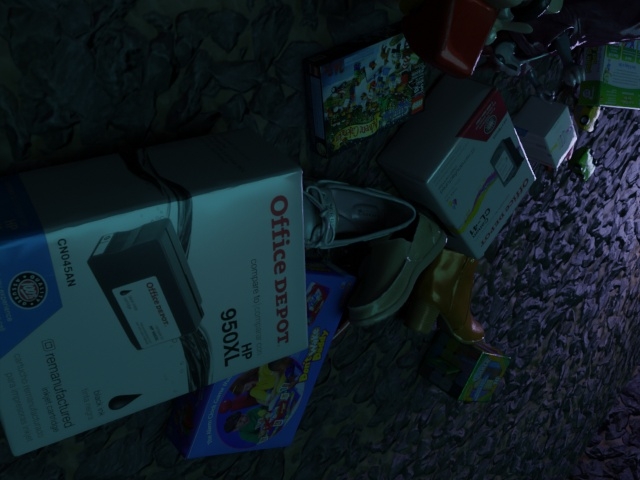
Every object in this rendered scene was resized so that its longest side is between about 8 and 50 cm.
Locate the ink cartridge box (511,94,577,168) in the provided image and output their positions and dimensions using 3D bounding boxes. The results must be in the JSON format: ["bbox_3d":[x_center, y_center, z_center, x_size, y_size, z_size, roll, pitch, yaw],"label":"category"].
[{"bbox_3d":[0.495,-0.234,1.537,0.090,0.092,0.143,-54,141,-7],"label":"ink cartridge box"}]

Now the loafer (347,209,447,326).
[{"bbox_3d":[0.124,0.045,1.247,0.092,0.102,0.268,53,55,-17],"label":"loafer"}]

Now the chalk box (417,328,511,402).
[{"bbox_3d":[0.334,0.297,1.669,0.213,0.132,0.132,20,99,-51],"label":"chalk box"}]

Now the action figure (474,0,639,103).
[{"bbox_3d":[0.454,-0.412,1.313,0.370,0.248,0.275,-16,92,-10],"label":"action figure"}]

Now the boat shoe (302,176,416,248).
[{"bbox_3d":[0.029,-0.045,1.145,0.320,0.103,0.118,1,89,-48],"label":"boat shoe"}]

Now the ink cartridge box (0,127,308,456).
[{"bbox_3d":[-0.222,0.048,0.868,0.395,0.166,0.285,-17,124,-25],"label":"ink cartridge box"}]

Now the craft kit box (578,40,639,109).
[{"bbox_3d":[0.685,-0.428,1.599,0.250,0.061,0.246,-6,101,-43],"label":"craft kit box"}]

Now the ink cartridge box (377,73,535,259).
[{"bbox_3d":[0.273,-0.137,1.342,0.226,0.131,0.306,-54,138,-7],"label":"ink cartridge box"}]

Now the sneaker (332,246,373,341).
[{"bbox_3d":[0.073,0.131,1.338,0.221,0.087,0.128,-50,138,-9],"label":"sneaker"}]

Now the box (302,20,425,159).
[{"bbox_3d":[0.079,-0.250,1.139,0.233,0.044,0.159,-30,132,-30],"label":"box"}]

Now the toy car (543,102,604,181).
[{"bbox_3d":[0.623,-0.225,1.704,0.239,0.053,0.225,-51,140,-8],"label":"toy car"}]

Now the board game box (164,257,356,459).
[{"bbox_3d":[-0.100,0.196,1.196,0.233,0.078,0.347,10,106,-45],"label":"board game box"}]

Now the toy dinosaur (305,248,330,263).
[{"bbox_3d":[0.000,0.000,1.234,0.082,0.047,0.090,-1,81,-36],"label":"toy dinosaur"}]

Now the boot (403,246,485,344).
[{"bbox_3d":[0.318,0.115,1.562,0.295,0.104,0.211,14,103,-44],"label":"boot"}]

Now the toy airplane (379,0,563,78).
[{"bbox_3d":[0.173,-0.443,0.993,0.384,0.272,0.386,-38,100,-37],"label":"toy airplane"}]
